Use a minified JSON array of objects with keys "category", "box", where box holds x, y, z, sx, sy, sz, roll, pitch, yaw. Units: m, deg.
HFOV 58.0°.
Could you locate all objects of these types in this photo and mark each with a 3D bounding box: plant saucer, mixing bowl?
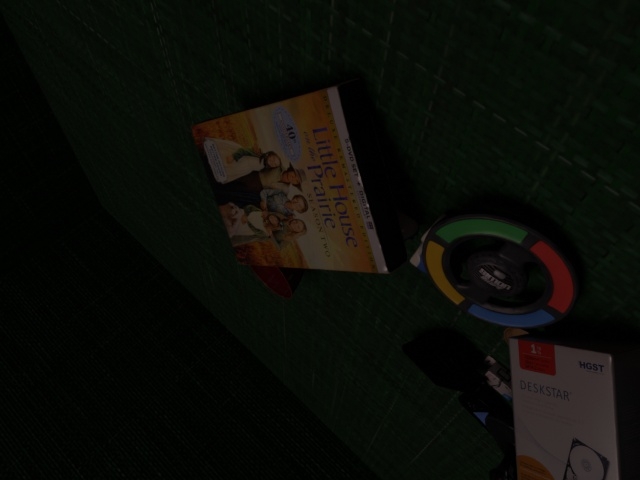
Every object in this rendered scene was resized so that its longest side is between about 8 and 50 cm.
[{"category":"plant saucer","box":[0.351,0.174,0.978,0.083,0.015,0.083,38,154,22]},{"category":"mixing bowl","box":[-0.104,0.051,1.484,0.181,0.098,0.181,40,156,21]}]

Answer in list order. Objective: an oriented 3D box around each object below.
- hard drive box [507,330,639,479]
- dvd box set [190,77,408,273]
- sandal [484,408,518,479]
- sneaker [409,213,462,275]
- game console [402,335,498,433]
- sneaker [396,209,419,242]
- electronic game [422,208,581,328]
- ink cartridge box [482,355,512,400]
[{"category":"hard drive box","box":[0.375,0.259,0.836,0.181,0.089,0.232,-5,88,62]},{"category":"dvd box set","box":[-0.056,-0.095,1.035,0.420,0.062,0.308,2,114,47]},{"category":"sandal","box":[0.396,0.490,1.051,0.167,0.107,0.446,18,141,57]},{"category":"sneaker","box":[0.204,0.020,0.945,0.084,0.058,0.152,39,152,14]},{"category":"game console","box":[0.327,0.338,1.210,0.361,0.044,0.213,45,167,0]},{"category":"sneaker","box":[0.069,-0.059,1.030,0.237,0.085,0.086,26,142,36]},{"category":"electronic game","box":[0.257,0.046,0.843,0.229,0.048,0.229,23,142,19]},{"category":"ink cartridge box","box":[0.345,0.266,1.116,0.083,0.028,0.048,41,156,18]}]
